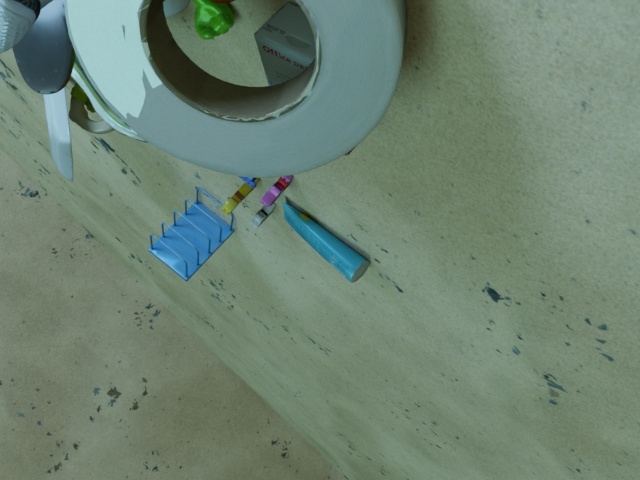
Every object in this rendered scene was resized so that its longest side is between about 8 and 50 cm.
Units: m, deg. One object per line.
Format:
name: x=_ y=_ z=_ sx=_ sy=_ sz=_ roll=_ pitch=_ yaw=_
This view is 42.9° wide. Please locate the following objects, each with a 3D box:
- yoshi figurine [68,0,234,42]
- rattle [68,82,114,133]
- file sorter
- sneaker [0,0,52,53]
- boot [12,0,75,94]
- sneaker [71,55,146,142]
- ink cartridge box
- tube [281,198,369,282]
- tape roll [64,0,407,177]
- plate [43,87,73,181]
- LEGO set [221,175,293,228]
yoshi figurine: x=-0.246 y=-0.322 z=1.143 sx=0.203 sy=0.203 sz=0.362 roll=43 pitch=163 yaw=-26
rattle: x=-0.416 y=-0.270 z=1.719 sx=0.200 sy=0.130 sz=0.143 roll=7 pitch=163 yaw=10
file sorter: x=-0.296 y=-0.019 z=1.870 sx=0.118 sy=0.170 sz=0.104 roll=38 pitch=157 yaw=8
sneaker: x=-0.324 y=-0.390 z=0.947 sx=0.137 sy=0.210 sz=0.366 roll=35 pitch=139 yaw=-14
boot: x=-0.412 y=-0.374 z=1.265 sx=0.112 sy=0.305 sz=0.115 roll=-4 pitch=179 yaw=10
sneaker: x=-0.347 y=-0.326 z=1.402 sx=0.410 sy=0.158 sz=0.182 roll=39 pitch=143 yaw=-9
ink cartridge box: x=-0.004 y=-0.214 z=1.095 sx=0.127 sy=0.072 sz=0.175 roll=31 pitch=157 yaw=26
tube: x=0.000 y=0.000 z=1.568 sx=0.207 sy=0.052 sz=0.080 roll=39 pitch=155 yaw=20
tape roll: x=-0.096 y=-0.239 z=0.930 sx=0.392 sy=0.072 sz=0.392 roll=6 pitch=135 yaw=6
plate: x=-0.566 y=-0.291 z=1.738 sx=0.277 sy=0.045 sz=0.278 roll=140 pitch=120 yaw=-69
LEGO set: x=-0.134 y=-0.080 z=1.568 sx=0.087 sy=0.093 sz=0.227 roll=41 pitch=160 yaw=1
